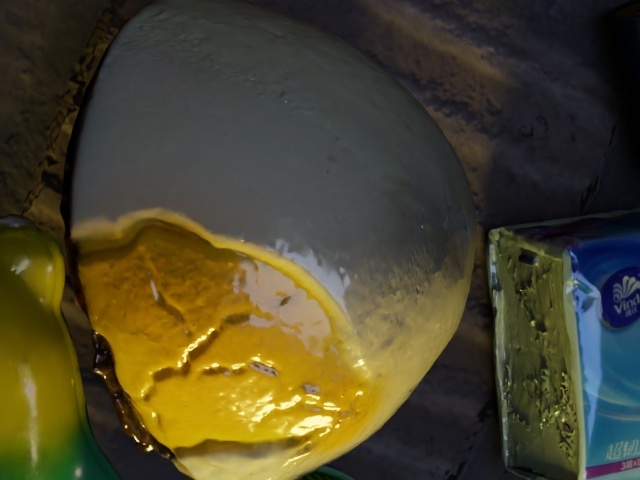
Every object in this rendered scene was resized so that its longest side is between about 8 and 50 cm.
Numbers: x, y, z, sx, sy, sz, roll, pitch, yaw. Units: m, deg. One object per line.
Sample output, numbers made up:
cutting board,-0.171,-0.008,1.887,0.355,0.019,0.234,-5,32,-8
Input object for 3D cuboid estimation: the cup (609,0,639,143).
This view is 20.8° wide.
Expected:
cup,0.309,-0.126,1.347,0.150,0.113,0.138,-19,106,-18

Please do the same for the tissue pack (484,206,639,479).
tissue pack,0.274,0.073,1.340,0.264,0.146,0.198,-8,99,-22

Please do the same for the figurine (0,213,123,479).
figurine,-0.265,0.142,1.076,0.324,0.231,0.340,3,101,-2

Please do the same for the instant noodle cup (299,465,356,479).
instant noodle cup,0.014,0.281,1.211,0.207,0.233,0.207,-4,99,-23

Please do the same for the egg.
egg,0.000,0.000,1.122,0.337,0.201,0.337,2,88,-61
